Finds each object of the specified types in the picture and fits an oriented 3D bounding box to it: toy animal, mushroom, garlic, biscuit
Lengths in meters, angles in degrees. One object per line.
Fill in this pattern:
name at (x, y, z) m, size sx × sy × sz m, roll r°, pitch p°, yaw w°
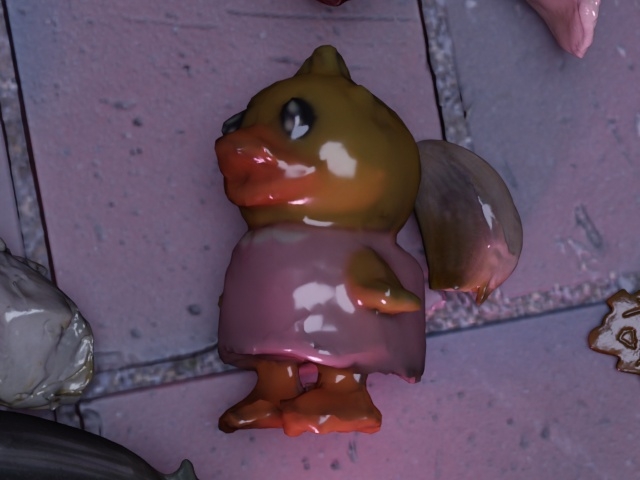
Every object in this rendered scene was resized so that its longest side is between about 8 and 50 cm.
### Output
toy animal at (0.003, -0.002, 1.342) m, size 0.169 × 0.195 × 0.281 m, roll -6°, pitch 91°, yaw -45°
mushroom at (-0.271, 0.014, 1.346) m, size 0.099 × 0.096 × 0.278 m, roll -40°, pitch 86°, yaw -8°
garlic at (0.106, -0.026, 1.397) m, size 0.084 × 0.066 × 0.152 m, roll -16°, pitch 88°, yaw -6°
biscuit at (0.254, 0.079, 1.429) m, size 0.082 × 0.016 × 0.092 m, roll -33°, pitch 88°, yaw -7°

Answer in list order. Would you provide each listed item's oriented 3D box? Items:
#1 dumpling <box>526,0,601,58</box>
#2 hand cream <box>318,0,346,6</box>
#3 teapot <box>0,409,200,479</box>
dumpling at (0.173, -0.264, 1.365) m, size 0.131 × 0.179 × 0.252 m, roll -4°, pitch 85°, yaw -6°
hand cream at (-0.006, -0.279, 1.346) m, size 0.125 × 0.193 × 0.193 m, roll -43°, pitch 90°, yaw -9°
teapot at (-0.183, 0.276, 1.268) m, size 0.239 × 0.239 × 0.321 m, roll 3°, pitch 80°, yaw -18°
